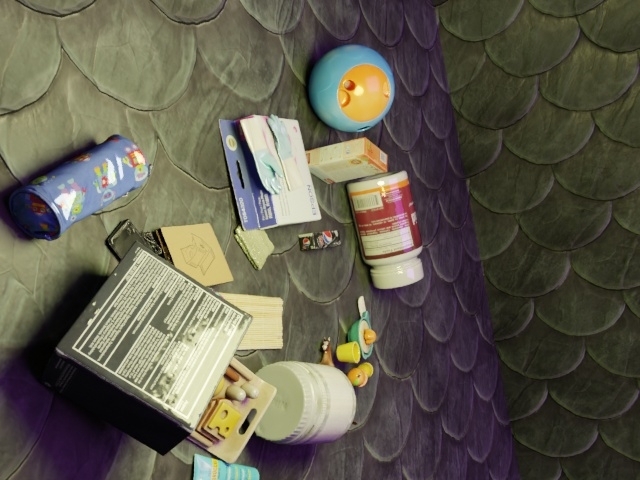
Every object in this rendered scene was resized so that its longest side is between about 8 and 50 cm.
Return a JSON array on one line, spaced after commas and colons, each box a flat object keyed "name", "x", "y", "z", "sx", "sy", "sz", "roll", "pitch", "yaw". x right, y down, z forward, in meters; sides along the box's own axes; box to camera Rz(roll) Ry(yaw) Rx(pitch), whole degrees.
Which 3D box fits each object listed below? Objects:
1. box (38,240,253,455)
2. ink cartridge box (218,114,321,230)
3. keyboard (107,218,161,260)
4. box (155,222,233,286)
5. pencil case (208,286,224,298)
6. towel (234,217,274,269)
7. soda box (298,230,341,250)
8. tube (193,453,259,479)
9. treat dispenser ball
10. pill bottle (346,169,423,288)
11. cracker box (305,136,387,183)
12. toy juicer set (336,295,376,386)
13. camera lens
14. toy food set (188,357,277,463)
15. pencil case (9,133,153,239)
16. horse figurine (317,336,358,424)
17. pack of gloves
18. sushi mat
[{"name": "box", "x": -0.343, "y": 0.218, "z": 1.387, "sx": 0.294, "sy": 0.183, "sz": 0.296, "roll": 34, "pitch": 47, "yaw": -8}, {"name": "ink cartridge box", "x": -0.138, "y": -0.200, "z": 2.015, "sx": 0.330, "sy": 0.071, "sz": 0.324, "roll": -11, "pitch": 88, "yaw": -60}, {"name": "keyboard", "x": -0.410, "y": 0.033, "z": 1.583, "sx": 0.180, "sy": 0.023, "sz": 0.108, "roll": 61, "pitch": 43, "yaw": -32}, {"name": "box", "x": -0.308, "y": 0.038, "z": 1.697, "sx": 0.201, "sy": 0.021, "sz": 0.164, "roll": -9, "pitch": 74, "yaw": -62}, {"name": "pencil case", "x": -0.286, "y": 0.196, "z": 1.701, "sx": 0.064, "sy": 0.070, "sz": 0.152, "roll": 61, "pitch": 37, "yaw": -53}, {"name": "towel", "x": -0.187, "y": 0.001, "z": 1.951, "sx": 0.148, "sy": 0.027, "sz": 0.110, "roll": 63, "pitch": 37, "yaw": -29}, {"name": "soda box", "x": 0.000, "y": 0.000, "z": 2.226, "sx": 0.169, "sy": 0.060, "sz": 0.053, "roll": -7, "pitch": 88, "yaw": -59}, {"name": "tube", "x": -0.241, "y": 0.584, "z": 1.716, "sx": 0.207, "sy": 0.052, "sz": 0.080, "roll": 28, "pitch": 50, "yaw": -46}, {"name": "treat dispenser ball", "x": 0.103, "y": -0.505, "z": 2.293, "sx": 0.288, "sy": 0.288, "sz": 0.288, "roll": 20, "pitch": 66, "yaw": -56}, {"name": "pill bottle", "x": 0.241, "y": -0.040, "z": 2.475, "sx": 0.224, "sy": 0.224, "sz": 0.392, "roll": -28, "pitch": 107, "yaw": -57}, {"name": "cracker box", "x": 0.082, "y": -0.258, "z": 2.255, "sx": 0.156, "sy": 0.232, "sz": 0.067, "roll": 27, "pitch": 59, "yaw": -54}, {"name": "toy juicer set", "x": 0.156, "y": 0.358, "z": 2.342, "sx": 0.329, "sy": 0.089, "sz": 0.209, "roll": -61, "pitch": 137, "yaw": -57}, {"name": "camera lens", "x": -0.048, "y": 0.445, "z": 1.890, "sx": 0.274, "sy": 0.219, "sz": 0.219, "roll": 23, "pitch": 64, "yaw": -55}, {"name": "toy food set", "x": -0.242, "y": 0.382, "z": 1.641, "sx": 0.220, "sy": 0.092, "sz": 0.306, "roll": -58, "pitch": 135, "yaw": -19}, {"name": "pencil case", "x": -0.481, "y": -0.108, "z": 1.405, "sx": 0.306, "sy": 0.119, "sz": 0.133, "roll": -49, "pitch": 135, "yaw": -52}, {"name": "horse figurine", "x": 0.040, "y": 0.458, "z": 2.167, "sx": 0.263, "sy": 0.066, "sz": 0.174, "roll": 63, "pitch": 18, "yaw": -14}, {"name": "pack of gloves", "x": -0.119, "y": -0.249, "z": 1.960, "sx": 0.195, "sy": 0.046, "sz": 0.232, "roll": -29, "pitch": 102, "yaw": -54}, {"name": "sushi mat", "x": -0.199, "y": 0.223, "z": 1.889, "sx": 0.316, "sy": 0.019, "sz": 0.151, "roll": 12, "pitch": 74, "yaw": -57}]
